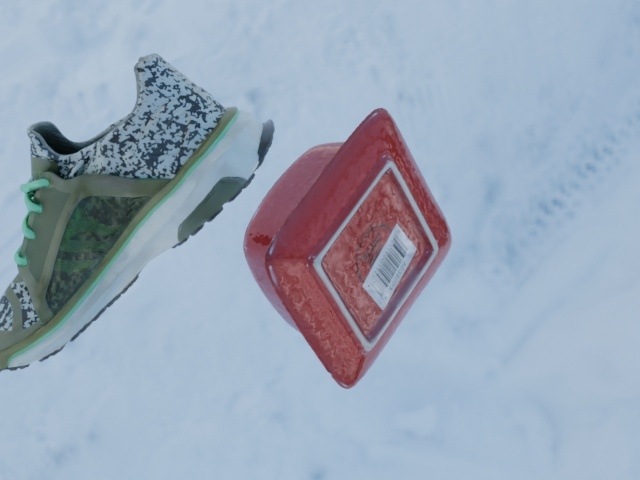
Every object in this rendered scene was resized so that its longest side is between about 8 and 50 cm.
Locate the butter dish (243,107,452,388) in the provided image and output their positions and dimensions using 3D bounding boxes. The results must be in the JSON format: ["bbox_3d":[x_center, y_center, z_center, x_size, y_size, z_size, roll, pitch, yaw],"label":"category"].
[{"bbox_3d":[0.000,0.000,1.135,0.160,0.118,0.160,-54,135,-25],"label":"butter dish"}]

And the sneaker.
[{"bbox_3d":[-0.242,-0.034,1.542,0.182,0.410,0.158,47,13,-12],"label":"sneaker"}]
